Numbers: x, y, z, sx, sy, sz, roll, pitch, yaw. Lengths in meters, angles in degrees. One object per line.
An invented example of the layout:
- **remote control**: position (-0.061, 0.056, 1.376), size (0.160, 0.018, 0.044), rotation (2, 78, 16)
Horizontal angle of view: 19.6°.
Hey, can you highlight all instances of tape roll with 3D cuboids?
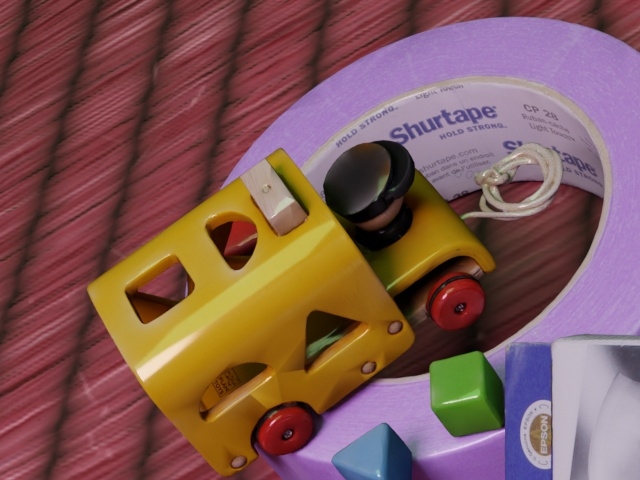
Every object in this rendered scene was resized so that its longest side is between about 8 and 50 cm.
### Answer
- **tape roll**: position (0.071, 0.017, 0.943), size (0.275, 0.090, 0.275), rotation (-16, 48, 18)

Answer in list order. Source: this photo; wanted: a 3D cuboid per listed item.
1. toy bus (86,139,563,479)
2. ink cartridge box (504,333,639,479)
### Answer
- **toy bus**: position (-0.007, 0.010, 0.857), size (0.191, 0.104, 0.202), rotation (-2, 54, 29)
- **ink cartridge box**: position (0.137, 0.147, 0.709), size (0.224, 0.045, 0.223), rotation (-4, 84, 49)
